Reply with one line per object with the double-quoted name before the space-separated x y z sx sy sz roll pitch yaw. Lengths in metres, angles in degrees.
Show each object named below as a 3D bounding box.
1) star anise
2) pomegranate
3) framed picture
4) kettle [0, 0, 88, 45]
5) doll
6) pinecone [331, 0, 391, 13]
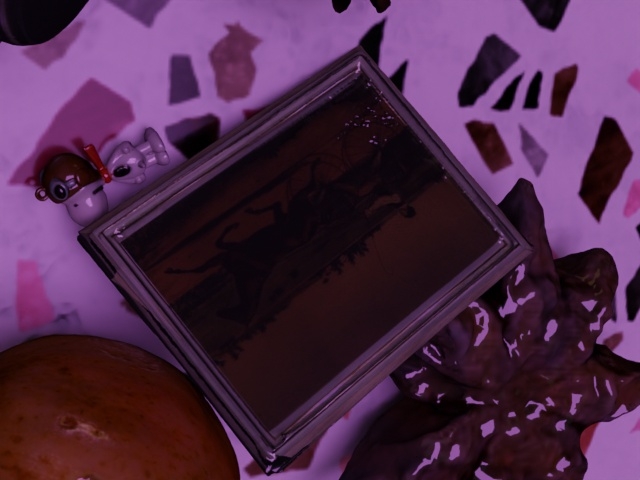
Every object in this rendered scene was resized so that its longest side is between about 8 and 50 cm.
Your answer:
"star anise" 0.123 0.108 0.796 0.315 0.108 0.315 -11 112 -27
"pomegranate" -0.158 0.154 0.631 0.215 0.215 0.216 -6 105 -23
"framed picture" 0.000 0.000 0.691 0.252 0.014 0.197 -37 85 -23
"kettle" -0.215 -0.249 0.428 0.308 0.203 0.262 25 122 -3
"doll" -0.141 -0.045 0.679 0.085 0.040 0.058 -44 128 -4
"pinecone" 0.060 -0.268 0.625 0.246 0.246 0.292 38 102 -27
